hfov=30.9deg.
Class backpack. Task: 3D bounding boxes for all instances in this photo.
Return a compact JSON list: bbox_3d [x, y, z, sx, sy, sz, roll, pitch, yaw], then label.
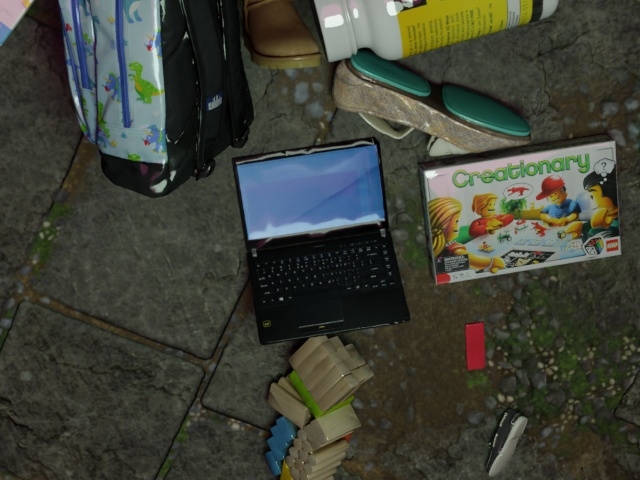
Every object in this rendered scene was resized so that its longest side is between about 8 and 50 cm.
[{"bbox_3d":[-0.223,-0.288,1.568,0.273,0.290,0.355,22,129,15],"label":"backpack"}]

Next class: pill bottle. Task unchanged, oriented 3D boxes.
[{"bbox_3d":[0.152,-0.364,1.635,0.334,0.188,0.188,-16,110,0],"label":"pill bottle"}]

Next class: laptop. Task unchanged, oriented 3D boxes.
[{"bbox_3d":[0.000,0.000,1.773,0.234,0.264,0.136,-9,146,-2],"label":"laptop"}]

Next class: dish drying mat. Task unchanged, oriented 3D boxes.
[{"bbox_3d":[0.258,0.175,1.930,0.032,0.008,0.083,-6,109,-4],"label":"dish drying mat"}]

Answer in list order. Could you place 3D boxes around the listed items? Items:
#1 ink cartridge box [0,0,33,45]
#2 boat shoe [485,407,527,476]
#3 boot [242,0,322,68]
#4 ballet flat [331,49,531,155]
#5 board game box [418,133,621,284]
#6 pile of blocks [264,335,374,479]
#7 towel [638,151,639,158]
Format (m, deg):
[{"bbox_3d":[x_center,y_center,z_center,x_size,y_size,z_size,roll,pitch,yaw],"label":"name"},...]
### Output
[{"bbox_3d":[-0.439,-0.363,1.626,0.092,0.090,0.143,37,101,-17],"label":"ink cartridge box"},{"bbox_3d":[0.310,0.345,1.979,0.046,0.038,0.125,-6,124,-49],"label":"boat shoe"},{"bbox_3d":[-0.069,-0.383,1.586,0.089,0.236,0.269,-10,114,-20],"label":"boot"},{"bbox_3d":[0.162,-0.190,1.757,0.316,0.107,0.106,22,126,-7],"label":"ballet flat"},{"bbox_3d":[0.317,-0.049,1.834,0.305,0.053,0.193,-10,110,-2],"label":"board game box"},{"bbox_3d":[-0.004,0.300,1.911,0.112,0.149,0.362,-15,130,-46],"label":"pile of blocks"},{"bbox_3d":[0.621,-0.176,1.808,0.237,0.021,0.102,-13,151,-1],"label":"towel"}]
